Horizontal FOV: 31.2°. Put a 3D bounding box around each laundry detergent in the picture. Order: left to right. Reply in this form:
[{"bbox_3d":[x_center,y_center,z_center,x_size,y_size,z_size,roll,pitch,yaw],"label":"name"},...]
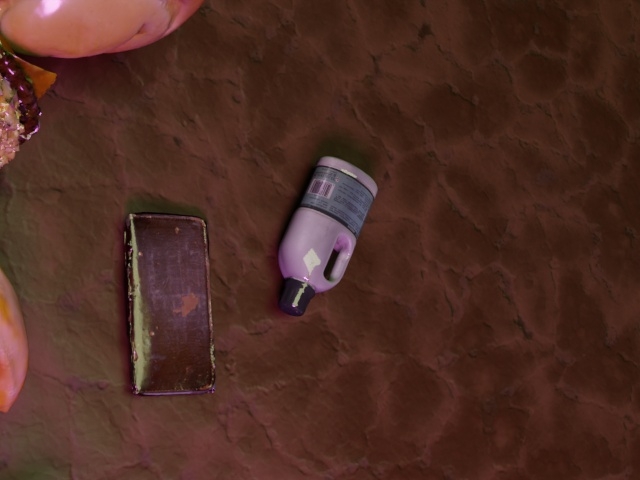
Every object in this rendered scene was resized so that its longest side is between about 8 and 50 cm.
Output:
[{"bbox_3d":[0.000,0.000,1.562,0.099,0.070,0.225,35,63,-26],"label":"laundry detergent"}]

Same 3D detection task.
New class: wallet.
[{"bbox_3d":[-0.193,0.080,1.458,0.122,0.031,0.232,3,80,-33],"label":"wallet"}]

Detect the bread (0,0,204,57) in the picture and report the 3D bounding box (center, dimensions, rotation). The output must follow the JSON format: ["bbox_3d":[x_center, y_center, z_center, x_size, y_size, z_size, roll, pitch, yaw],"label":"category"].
[{"bbox_3d":[-0.300,-0.332,1.329,0.316,0.270,0.211,-8,122,-28],"label":"bread"}]

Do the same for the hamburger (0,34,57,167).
[{"bbox_3d":[-0.432,-0.158,1.246,0.243,0.262,0.138,34,52,-22],"label":"hamburger"}]

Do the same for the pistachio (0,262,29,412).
[{"bbox_3d":[-0.441,0.079,1.211,0.230,0.230,0.308,-36,114,-31],"label":"pistachio"}]
